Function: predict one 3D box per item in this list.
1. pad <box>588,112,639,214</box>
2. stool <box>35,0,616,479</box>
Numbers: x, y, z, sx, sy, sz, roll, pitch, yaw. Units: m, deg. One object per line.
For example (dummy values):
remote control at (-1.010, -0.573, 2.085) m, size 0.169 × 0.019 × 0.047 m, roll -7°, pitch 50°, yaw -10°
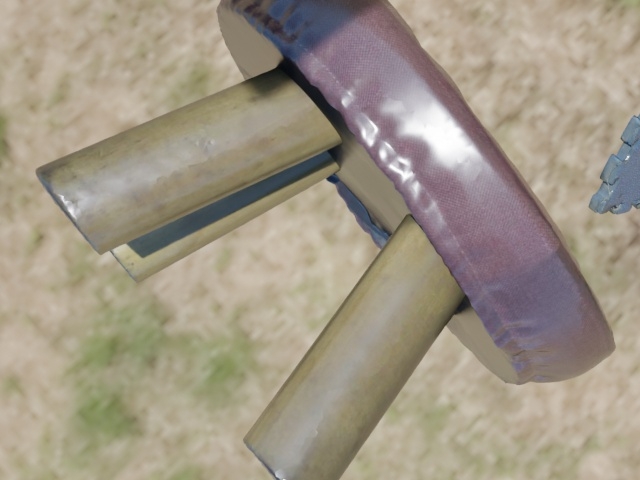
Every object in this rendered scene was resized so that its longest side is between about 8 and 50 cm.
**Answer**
pad at (0.252, -0.130, 0.881) m, size 0.012 × 0.270 × 0.269 m, roll 43°, pitch 121°, yaw 29°
stool at (0.000, 0.000, 0.972) m, size 0.272 × 0.178 × 0.272 m, roll 51°, pitch 178°, yaw 3°
